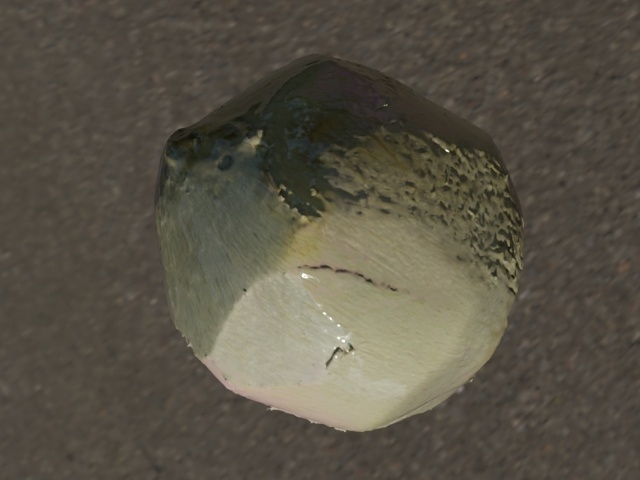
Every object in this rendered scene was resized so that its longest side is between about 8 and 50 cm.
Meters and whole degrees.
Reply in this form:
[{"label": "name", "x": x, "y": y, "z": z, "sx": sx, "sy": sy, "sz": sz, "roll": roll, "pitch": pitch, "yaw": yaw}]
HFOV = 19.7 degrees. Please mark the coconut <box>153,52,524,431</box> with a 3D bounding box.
[{"label": "coconut", "x": 0.001, "y": 0.000, "z": 1.161, "sx": 0.230, "sy": 0.227, "sz": 0.227, "roll": 20, "pitch": 127, "yaw": -22}]
